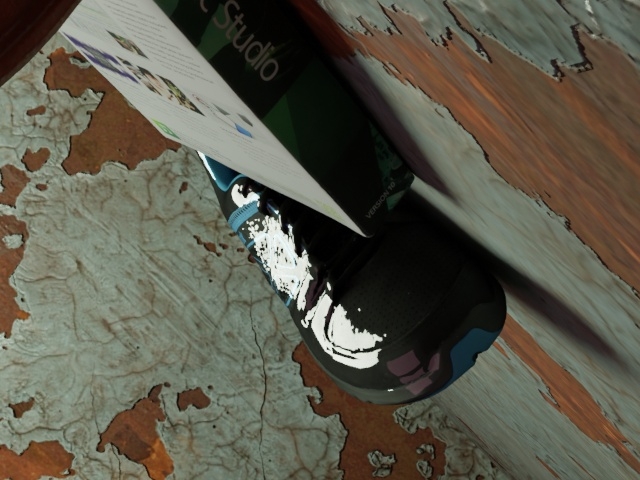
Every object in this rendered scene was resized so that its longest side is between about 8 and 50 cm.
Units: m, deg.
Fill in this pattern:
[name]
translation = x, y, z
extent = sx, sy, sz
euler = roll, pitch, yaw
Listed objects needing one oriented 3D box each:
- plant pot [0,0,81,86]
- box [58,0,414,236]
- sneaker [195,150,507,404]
[plant pot]
translation = -0.243, -0.196, 0.491
extent = 0.272, 0.272, 0.265
euler = 42, 166, 38
[box]
translation = -0.104, -0.140, 0.830
extent = 0.232, 0.058, 0.322
euler = 28, 168, 44
[sneaker]
translation = 0.000, 0.000, 0.970
extent = 0.139, 0.125, 0.341
euler = 50, 173, -32
